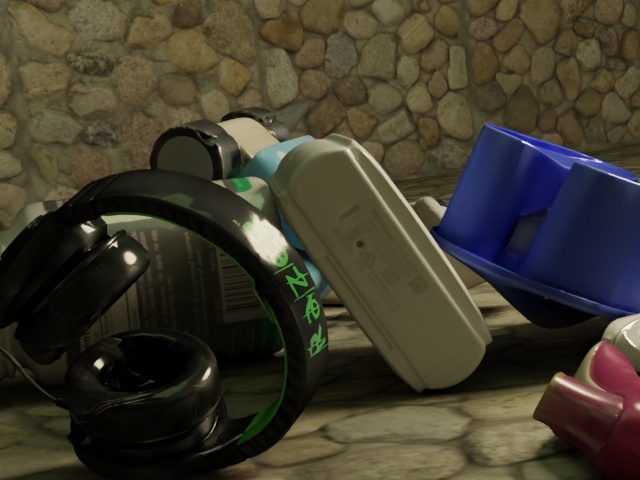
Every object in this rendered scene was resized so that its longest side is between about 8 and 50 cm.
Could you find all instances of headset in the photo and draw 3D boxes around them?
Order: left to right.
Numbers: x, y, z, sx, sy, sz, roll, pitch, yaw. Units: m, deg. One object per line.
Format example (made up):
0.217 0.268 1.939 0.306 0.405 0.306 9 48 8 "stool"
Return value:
-0.184 0.097 1.148 0.394 0.243 0.185 -19 18 34 "headset"

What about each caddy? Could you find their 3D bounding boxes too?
0.265 0.007 1.498 0.241 0.179 0.341 25 10 38 "caddy"

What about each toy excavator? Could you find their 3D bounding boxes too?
0.000 0.000 1.850 0.433 0.445 0.222 -51 -9 22 "toy excavator"

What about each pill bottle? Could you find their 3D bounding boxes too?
-0.225 0.049 1.596 0.361 0.204 0.204 -7 6 -13 "pill bottle"

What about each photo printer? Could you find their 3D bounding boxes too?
0.051 0.012 1.478 0.107 0.256 0.307 -36 7 0 "photo printer"

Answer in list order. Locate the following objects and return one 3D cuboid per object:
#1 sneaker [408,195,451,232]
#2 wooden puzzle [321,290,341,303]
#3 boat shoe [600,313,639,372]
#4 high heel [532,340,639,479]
0.227 -0.031 2.334 0.153 0.101 0.268 -10 4 -8 "sneaker"
0.078 0.053 2.032 0.221 0.044 0.238 -3 12 29 "wooden puzzle"
0.337 0.086 1.370 0.063 0.066 0.184 19 19 41 "boat shoe"
0.234 0.134 1.082 0.117 0.082 0.244 29 2 17 "high heel"
